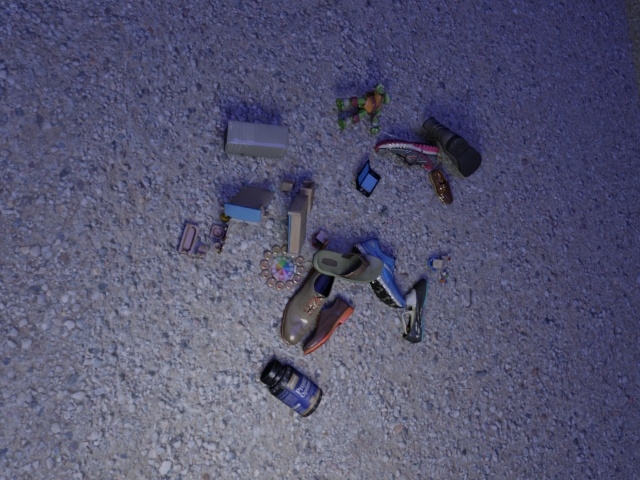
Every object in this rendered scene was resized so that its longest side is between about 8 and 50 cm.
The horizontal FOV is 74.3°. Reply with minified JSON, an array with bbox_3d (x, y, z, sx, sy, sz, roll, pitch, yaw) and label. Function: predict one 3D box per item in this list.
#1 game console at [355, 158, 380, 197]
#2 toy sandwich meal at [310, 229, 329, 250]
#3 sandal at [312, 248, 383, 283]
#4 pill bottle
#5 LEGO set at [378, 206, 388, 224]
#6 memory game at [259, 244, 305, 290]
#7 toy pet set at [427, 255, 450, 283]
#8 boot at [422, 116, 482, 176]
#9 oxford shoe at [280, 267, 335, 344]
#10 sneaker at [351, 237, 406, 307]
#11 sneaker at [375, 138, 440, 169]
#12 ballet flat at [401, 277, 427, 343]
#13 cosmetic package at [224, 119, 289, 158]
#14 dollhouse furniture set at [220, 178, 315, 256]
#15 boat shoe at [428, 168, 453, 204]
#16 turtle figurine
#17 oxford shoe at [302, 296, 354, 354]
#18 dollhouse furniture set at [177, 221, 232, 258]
[{"bbox_3d":[0.208,-0.267,1.832,0.107,0.071,0.122,36,72,-11],"label":"game console"},{"bbox_3d":[0.000,0.000,1.735,0.086,0.029,0.085,3,80,-19],"label":"toy sandwich meal"},{"bbox_3d":[0.116,0.097,1.610,0.303,0.086,0.120,8,74,-27],"label":"sandal"},{"bbox_3d":[-0.110,0.540,1.558,0.219,0.123,0.122,40,71,-10],"label":"pill bottle"},{"bbox_3d":[0.285,-0.111,1.859,0.054,0.023,0.083,-22,89,-22],"label":"LEGO set"},{"bbox_3d":[-0.150,0.108,1.673,0.186,0.012,0.186,3,80,-20],"label":"memory game"},{"bbox_3d":[0.529,0.123,1.902,0.114,0.065,0.122,24,74,-51],"label":"toy pet set"},{"bbox_3d":[0.615,-0.444,1.967,0.118,0.338,0.222,-42,53,10],"label":"boot"},{"bbox_3d":[-0.045,0.238,1.626,0.123,0.130,0.348,29,73,-13],"label":"oxford shoe"},{"bbox_3d":[0.274,0.133,1.760,0.147,0.130,0.329,-31,92,-19],"label":"sneaker"},{"bbox_3d":[0.391,-0.389,1.899,0.300,0.121,0.111,6,109,-11],"label":"sneaker"},{"bbox_3d":[0.397,0.295,1.800,0.096,0.095,0.280,9,78,-6],"label":"ballet flat"},{"bbox_3d":[-0.252,-0.394,1.659,0.238,0.127,0.107,4,80,-17],"label":"cosmetic package"},{"bbox_3d":[-0.203,-0.107,1.657,0.304,0.198,0.286,11,36,6],"label":"dollhouse furniture set"},{"bbox_3d":[0.568,-0.250,1.963,0.064,0.060,0.177,-30,92,-22],"label":"boat shoe"},{"bbox_3d":[0.220,-0.560,1.807,0.267,0.197,0.274,-19,71,-12],"label":"turtle figurine"},{"bbox_3d":[0.012,0.335,1.663,0.098,0.097,0.271,44,62,8],"label":"oxford shoe"},{"bbox_3d":[-0.421,-0.010,1.535,0.151,0.123,0.143,17,76,-17],"label":"dollhouse furniture set"}]
